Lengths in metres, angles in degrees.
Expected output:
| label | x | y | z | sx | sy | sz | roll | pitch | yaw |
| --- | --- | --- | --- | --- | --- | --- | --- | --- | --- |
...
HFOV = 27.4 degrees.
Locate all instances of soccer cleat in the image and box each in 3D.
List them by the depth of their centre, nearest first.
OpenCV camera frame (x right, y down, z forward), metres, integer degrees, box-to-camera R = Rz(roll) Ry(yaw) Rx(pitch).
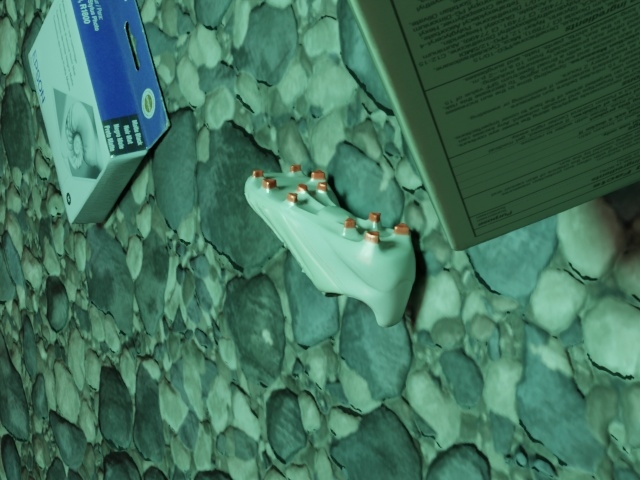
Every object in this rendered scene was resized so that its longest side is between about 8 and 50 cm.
| label | x | y | z | sx | sy | sz | roll | pitch | yaw |
| --- | --- | --- | --- | --- | --- | --- | --- | --- | --- |
| soccer cleat | 0.000 | 0.000 | 0.985 | 0.196 | 0.068 | 0.076 | 33 | 126 | 49 |

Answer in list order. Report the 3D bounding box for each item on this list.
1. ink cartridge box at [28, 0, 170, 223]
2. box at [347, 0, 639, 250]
| label | x | y | z | sx | sy | sz | roll | pitch | yaw |
| --- | --- | --- | --- | --- | --- | --- | --- | --- | --- |
| ink cartridge box | -0.241 | -0.160 | 1.379 | 0.224 | 0.045 | 0.223 | -45 | 57 | 53 |
| box | 0.083 | -0.120 | 0.589 | 0.311 | 0.148 | 0.121 | 60 | -171 | -66 |
